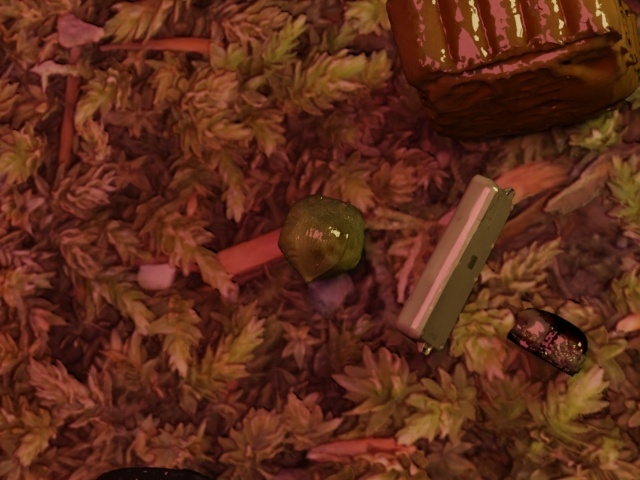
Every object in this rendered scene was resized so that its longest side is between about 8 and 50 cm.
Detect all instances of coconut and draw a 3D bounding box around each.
[{"bbox_3d":[0.000,0.000,2.010,0.088,0.088,0.096,8,74,21],"label":"coconut"}]

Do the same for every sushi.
[{"bbox_3d":[0.227,0.095,1.927,0.083,0.044,0.046,31,89,21],"label":"sushi"}]

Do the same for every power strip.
[{"bbox_3d":[0.136,0.024,1.956,0.035,0.081,0.192,25,86,25],"label":"power strip"}]

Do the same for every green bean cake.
[{"bbox_3d":[0.195,-0.190,1.918,0.230,0.224,0.131,-13,72,12],"label":"green bean cake"}]

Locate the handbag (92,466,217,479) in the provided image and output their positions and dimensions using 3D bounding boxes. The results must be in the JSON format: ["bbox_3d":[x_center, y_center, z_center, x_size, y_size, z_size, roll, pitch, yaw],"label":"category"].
[{"bbox_3d":[-0.142,0.349,1.914,0.181,0.181,0.254,1,77,20],"label":"handbag"}]
